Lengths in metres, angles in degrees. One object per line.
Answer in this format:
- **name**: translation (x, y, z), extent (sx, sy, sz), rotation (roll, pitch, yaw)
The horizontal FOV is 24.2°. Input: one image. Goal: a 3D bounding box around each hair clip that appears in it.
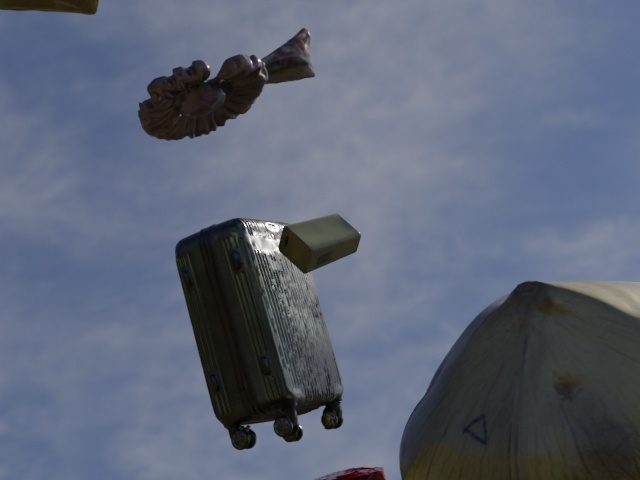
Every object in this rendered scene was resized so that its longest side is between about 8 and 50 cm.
- **hair clip**: translation (-0.107, -0.207, 1.956), extent (0.300, 0.069, 0.173), rotation (-28, -15, -40)

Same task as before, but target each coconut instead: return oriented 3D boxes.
- **coconut**: translation (0.147, 0.116, 0.828), extent (0.224, 0.224, 0.224), rotation (-13, -29, -7)

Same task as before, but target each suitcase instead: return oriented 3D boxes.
- **suitcase**: translation (-0.078, 0.123, 2.058), extent (0.128, 0.312, 0.202), rotation (-21, -12, 24)

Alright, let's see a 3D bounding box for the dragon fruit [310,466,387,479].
- **dragon fruit**: translation (-0.025, 0.375, 1.887), extent (0.262, 0.134, 0.211), rotation (-21, 6, 1)

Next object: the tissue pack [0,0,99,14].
- **tissue pack**: translation (-0.299, -0.386, 1.495), extent (0.167, 0.274, 0.200), rotation (0, -47, -10)

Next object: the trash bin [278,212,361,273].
- **trash bin**: translation (0.000, 0.000, 1.970), extent (0.092, 0.061, 0.043), rotation (-20, -41, -38)
